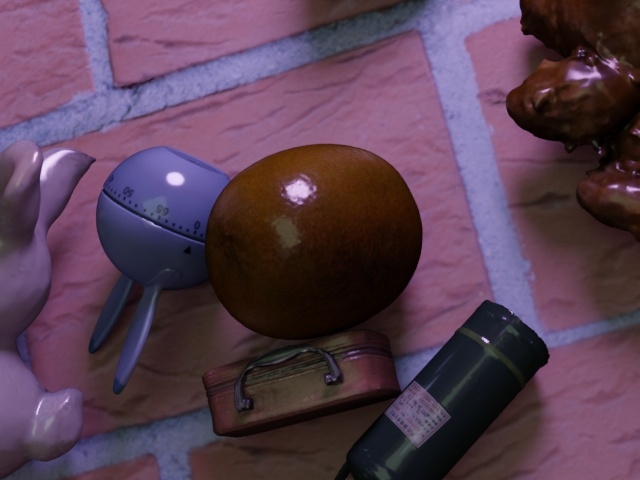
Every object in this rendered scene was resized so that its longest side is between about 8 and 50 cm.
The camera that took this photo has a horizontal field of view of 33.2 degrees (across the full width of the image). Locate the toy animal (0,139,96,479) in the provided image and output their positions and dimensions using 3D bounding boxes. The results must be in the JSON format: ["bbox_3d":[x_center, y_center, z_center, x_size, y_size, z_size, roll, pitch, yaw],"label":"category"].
[{"bbox_3d":[-0.352,0.070,1.161,0.241,0.196,0.367,12,93,0],"label":"toy animal"}]

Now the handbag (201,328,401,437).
[{"bbox_3d":[-0.023,0.149,1.104,0.194,0.151,0.072,-15,77,11],"label":"handbag"}]

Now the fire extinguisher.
[{"bbox_3d":[0.102,0.195,1.074,0.294,0.093,0.118,-47,38,-10],"label":"fire extinguisher"}]

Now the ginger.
[{"bbox_3d":[0.345,-0.159,1.087,0.274,0.152,0.357,-39,73,16],"label":"ginger"}]

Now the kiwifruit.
[{"bbox_3d":[0.000,0.000,1.094,0.196,0.234,0.195,8,102,42],"label":"kiwifruit"}]

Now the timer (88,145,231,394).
[{"bbox_3d":[-0.167,0.023,1.182,0.175,0.175,0.255,8,108,15],"label":"timer"}]
